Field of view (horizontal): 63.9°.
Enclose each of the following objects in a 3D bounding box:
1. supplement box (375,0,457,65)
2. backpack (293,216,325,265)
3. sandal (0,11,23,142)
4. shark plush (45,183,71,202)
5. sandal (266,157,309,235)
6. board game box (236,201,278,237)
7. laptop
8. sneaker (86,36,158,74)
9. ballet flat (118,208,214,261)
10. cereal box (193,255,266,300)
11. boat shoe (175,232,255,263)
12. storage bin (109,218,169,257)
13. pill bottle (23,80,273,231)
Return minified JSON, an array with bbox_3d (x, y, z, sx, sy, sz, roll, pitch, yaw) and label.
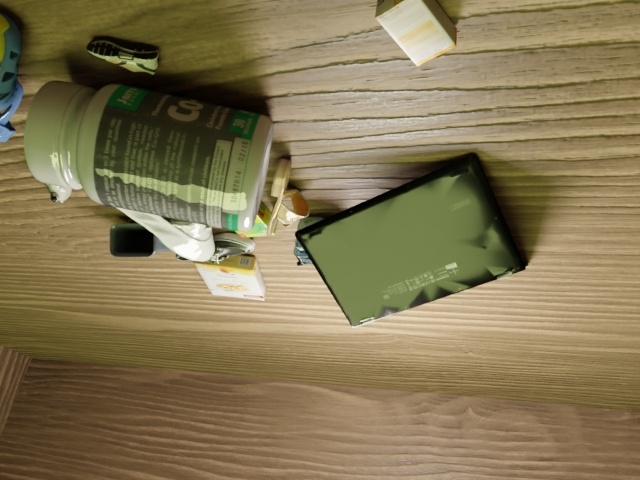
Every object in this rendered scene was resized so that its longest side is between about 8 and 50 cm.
[{"bbox_3d":[0.124,-0.280,0.660,0.062,0.036,0.098,-16,144,40],"label":"supplement box"},{"bbox_3d":[0.000,0.000,1.163,0.114,0.105,0.084,1,150,15],"label":"backpack"},{"bbox_3d":[-0.560,-0.253,0.852,0.317,0.138,0.126,-36,92,36],"label":"sandal"},{"bbox_3d":[-0.612,-0.129,1.195,0.067,0.073,0.161,38,167,-11],"label":"shark plush"},{"bbox_3d":[-0.061,-0.072,1.063,0.079,0.088,0.240,16,148,0],"label":"sandal"},{"bbox_3d":[-0.178,-0.070,1.150,0.092,0.043,0.181,-3,150,23],"label":"board game box"},{"bbox_3d":[0.222,0.025,1.129,0.382,0.236,0.408,-23,113,21],"label":"laptop"},{"bbox_3d":[-0.303,-0.280,0.789,0.109,0.040,0.044,12,155,-4],"label":"sneaker"},{"bbox_3d":[-0.332,-0.075,1.118,0.139,0.139,0.400,-8,147,30],"label":"ballet flat"},{"bbox_3d":[-0.259,0.108,1.512,0.173,0.047,0.240,6,153,6],"label":"cereal box"},{"bbox_3d":[-0.275,0.028,1.338,0.219,0.070,0.078,-1,151,19],"label":"boat shoe"},{"bbox_3d":[-0.459,-0.006,1.324,0.135,0.098,0.091,-1,179,18],"label":"storage bin"},{"bbox_3d":[-0.272,-0.144,0.862,0.361,0.204,0.204,11,153,-5],"label":"pill bottle"}]
